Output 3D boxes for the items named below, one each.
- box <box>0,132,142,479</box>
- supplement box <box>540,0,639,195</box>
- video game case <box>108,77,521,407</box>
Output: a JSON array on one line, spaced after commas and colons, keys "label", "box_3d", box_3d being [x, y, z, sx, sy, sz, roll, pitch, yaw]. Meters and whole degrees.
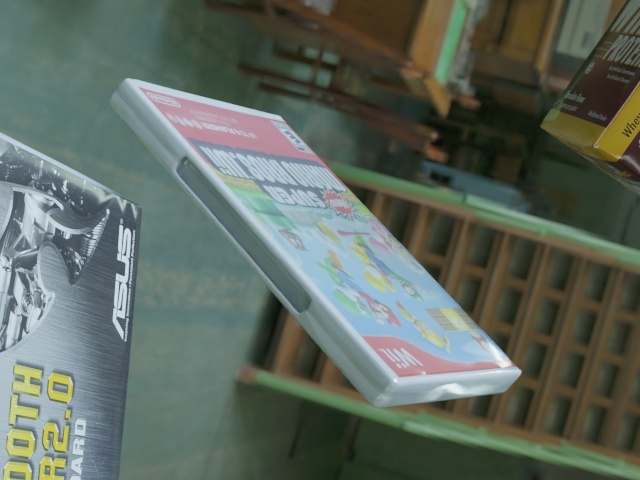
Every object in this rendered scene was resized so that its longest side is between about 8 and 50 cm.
[{"label": "box", "box_3d": [-0.147, 0.075, 0.555, 0.183, 0.056, 0.231, 34, 57, -66]}, {"label": "supplement box", "box_3d": [0.309, -0.103, 1.011, 0.191, 0.194, 0.129, -56, -167, 5]}, {"label": "video game case", "box_3d": [0.000, 0.000, 0.938, 0.025, 0.285, 0.204, -50, 156, 18]}]
